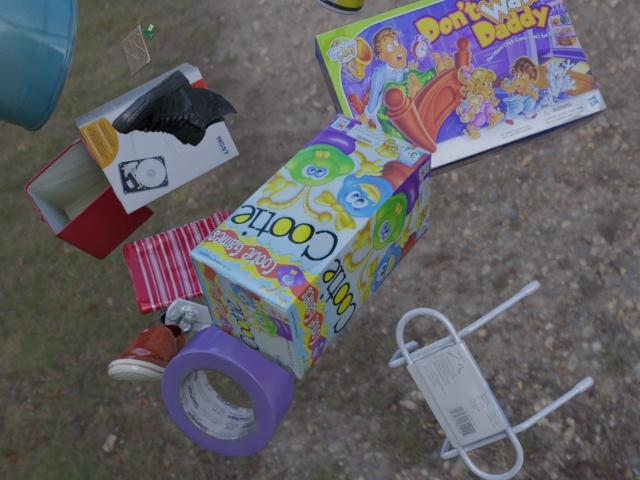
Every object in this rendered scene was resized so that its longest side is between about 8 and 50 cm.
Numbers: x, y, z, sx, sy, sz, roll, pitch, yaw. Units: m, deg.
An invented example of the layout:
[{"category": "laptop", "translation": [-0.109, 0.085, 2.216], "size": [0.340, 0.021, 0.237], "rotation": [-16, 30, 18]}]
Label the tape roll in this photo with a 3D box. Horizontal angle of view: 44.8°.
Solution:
[{"category": "tape roll", "translation": [-0.140, 0.227, 1.176], "size": [0.189, 0.189, 0.080], "rotation": [-8, 21, 26]}]

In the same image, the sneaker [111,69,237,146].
[{"category": "sneaker", "translation": [-0.173, -0.149, 0.942], "size": [0.051, 0.089, 0.170], "rotation": [-30, 17, 36]}]

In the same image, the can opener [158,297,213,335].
[{"category": "can opener", "translation": [-0.228, 0.196, 1.780], "size": [0.074, 0.280, 0.093], "rotation": [-68, 21, 4]}]

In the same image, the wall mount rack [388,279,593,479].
[{"category": "wall mount rack", "translation": [0.305, 0.244, 1.416], "size": [0.304, 0.130, 0.350], "rotation": [-29, 92, 24]}]

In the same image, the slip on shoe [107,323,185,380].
[{"category": "slip on shoe", "translation": [-0.333, 0.219, 1.523], "size": [0.123, 0.331, 0.101], "rotation": [2, 89, 4]}]

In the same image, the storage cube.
[{"category": "storage cube", "translation": [-0.567, -0.098, 1.909], "size": [0.215, 0.193, 0.184], "rotation": [-42, 62, 2]}]

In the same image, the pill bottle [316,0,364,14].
[{"category": "pill bottle", "translation": [0.056, -0.510, 1.393], "size": [0.103, 0.103, 0.184], "rotation": [-112, 34, -41]}]

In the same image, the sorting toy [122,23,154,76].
[{"category": "sorting toy", "translation": [-0.269, -0.290, 1.165], "size": [0.083, 0.012, 0.062], "rotation": [-21, 82, 46]}]

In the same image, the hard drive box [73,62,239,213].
[{"category": "hard drive box", "translation": [-0.295, -0.187, 1.402], "size": [0.232, 0.181, 0.089], "rotation": [-31, 26, -11]}]

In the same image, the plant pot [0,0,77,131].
[{"category": "plant pot", "translation": [-0.580, -0.344, 1.293], "size": [0.271, 0.255, 0.272], "rotation": [-17, 68, 49]}]

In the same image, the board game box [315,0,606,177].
[{"category": "board game box", "translation": [0.192, -0.227, 1.105], "size": [0.347, 0.078, 0.233], "rotation": [-19, 83, -2]}]

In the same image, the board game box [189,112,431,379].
[{"category": "board game box", "translation": [0.000, 0.000, 0.929], "size": [0.142, 0.144, 0.275], "rotation": [28, 58, 27]}]

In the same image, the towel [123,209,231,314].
[{"category": "towel", "translation": [-0.324, 0.049, 1.857], "size": [0.274, 0.031, 0.199], "rotation": [-19, 65, -2]}]
